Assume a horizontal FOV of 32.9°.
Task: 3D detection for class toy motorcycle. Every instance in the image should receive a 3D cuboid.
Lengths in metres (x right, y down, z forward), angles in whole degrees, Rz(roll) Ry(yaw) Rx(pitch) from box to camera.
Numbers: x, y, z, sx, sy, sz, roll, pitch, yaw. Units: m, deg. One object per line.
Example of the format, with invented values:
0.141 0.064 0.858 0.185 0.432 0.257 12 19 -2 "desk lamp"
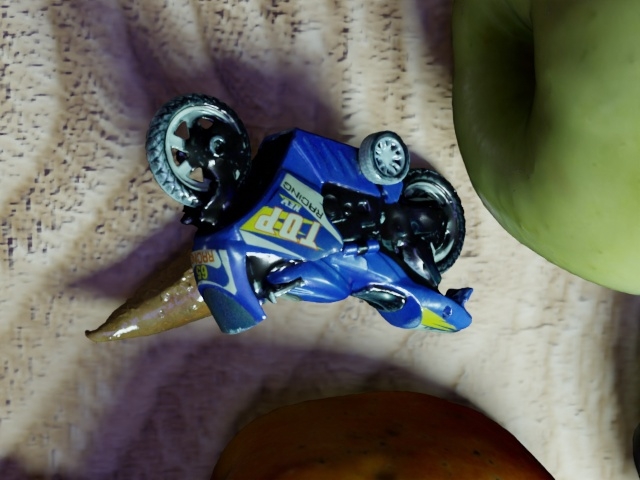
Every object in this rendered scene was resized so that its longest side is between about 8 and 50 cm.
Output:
0.000 0.000 0.831 0.315 0.113 0.168 15 75 -35 "toy motorcycle"

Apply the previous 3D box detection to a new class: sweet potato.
-0.095 0.034 0.884 0.206 0.060 0.068 -27 115 -11 "sweet potato"

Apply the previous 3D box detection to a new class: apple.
0.054 0.302 0.879 0.365 0.328 0.295 25 131 -25 "apple"
0.267 -0.129 0.763 0.357 0.357 0.357 -2 104 -8 "apple"

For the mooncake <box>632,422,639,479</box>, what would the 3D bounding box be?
0.458 0.207 0.846 0.381 0.212 0.350 -23 72 6 "mooncake"
